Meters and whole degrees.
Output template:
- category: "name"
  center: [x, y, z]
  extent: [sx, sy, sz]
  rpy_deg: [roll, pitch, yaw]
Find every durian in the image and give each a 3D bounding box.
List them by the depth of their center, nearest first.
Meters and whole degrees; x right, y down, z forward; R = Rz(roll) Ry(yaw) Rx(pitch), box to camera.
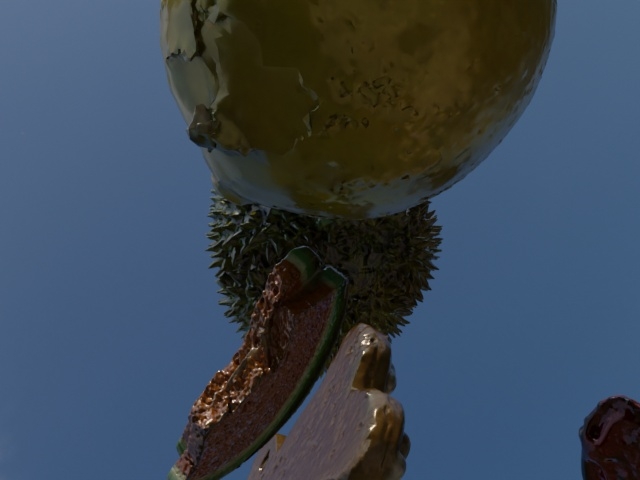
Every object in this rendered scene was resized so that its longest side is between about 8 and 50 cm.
- category: "durian"
  center: [-0.001, -0.002, 0.987]
  extent: [0.291, 0.225, 0.291]
  rpy_deg: [2, -70, 7]

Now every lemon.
- category: "lemon"
  center: [0.020, -0.101, 0.406]
  extent: [0.206, 0.173, 0.173]
  rpy_deg: [-38, -73, -11]

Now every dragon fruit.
- category: "dragon fruit"
  center: [0.446, 0.332, 1.029]
  extent: [0.100, 0.343, 0.282]
  rpy_deg: [-31, -33, -39]

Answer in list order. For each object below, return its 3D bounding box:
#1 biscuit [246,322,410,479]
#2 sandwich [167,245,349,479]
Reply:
- category: "biscuit"
  center: [-0.024, 0.202, 0.654]
  extent: [0.049, 0.197, 0.302]
  rpy_deg: [30, -69, -8]
- category: "sandwich"
  center: [-0.032, 0.069, 0.450]
  extent: [0.135, 0.029, 0.067]
  rpy_deg: [-53, -30, -3]
